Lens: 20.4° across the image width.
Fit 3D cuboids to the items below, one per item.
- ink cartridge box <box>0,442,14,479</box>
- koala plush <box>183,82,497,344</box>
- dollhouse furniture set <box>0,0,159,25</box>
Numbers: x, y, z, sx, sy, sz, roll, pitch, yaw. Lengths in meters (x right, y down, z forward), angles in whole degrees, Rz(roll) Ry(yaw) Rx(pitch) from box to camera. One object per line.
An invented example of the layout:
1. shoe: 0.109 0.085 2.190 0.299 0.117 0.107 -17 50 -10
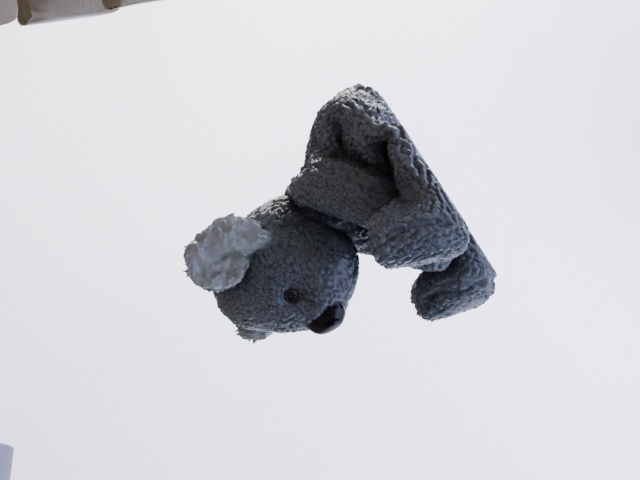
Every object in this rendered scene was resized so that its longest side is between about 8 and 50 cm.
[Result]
1. ink cartridge box: -0.298 0.223 1.217 0.082 0.139 0.191 -26 -128 50
2. koala plush: 0.000 0.000 1.500 0.221 0.196 0.203 -33 -114 4
3. dollhouse furniture set: -0.328 -0.196 0.841 0.362 0.394 0.256 -5 -80 37
